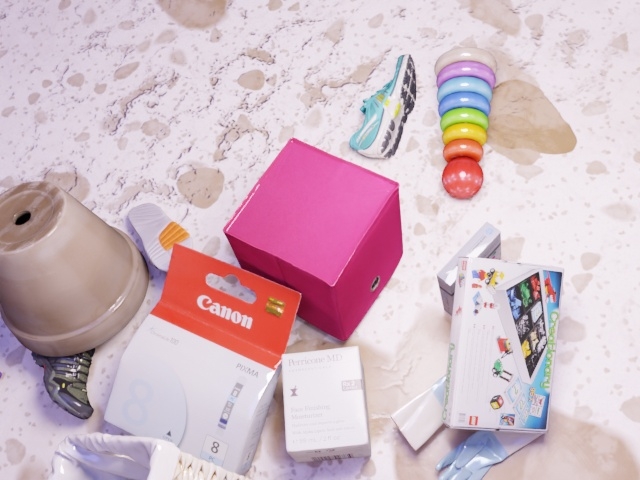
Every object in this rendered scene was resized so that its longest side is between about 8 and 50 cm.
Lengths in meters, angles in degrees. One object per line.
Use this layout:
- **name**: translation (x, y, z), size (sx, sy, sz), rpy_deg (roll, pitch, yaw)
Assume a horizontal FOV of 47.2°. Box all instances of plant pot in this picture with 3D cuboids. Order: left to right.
- **plant pot**: translation (-0.564, 0.037, 1.536), size (0.323, 0.280, 0.323), rpy_deg (-7, 51, 9)

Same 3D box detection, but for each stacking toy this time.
- **stacking toy**: translation (0.315, -0.252, 1.610), size (0.141, 0.141, 0.330), rpy_deg (1, 70, 12)

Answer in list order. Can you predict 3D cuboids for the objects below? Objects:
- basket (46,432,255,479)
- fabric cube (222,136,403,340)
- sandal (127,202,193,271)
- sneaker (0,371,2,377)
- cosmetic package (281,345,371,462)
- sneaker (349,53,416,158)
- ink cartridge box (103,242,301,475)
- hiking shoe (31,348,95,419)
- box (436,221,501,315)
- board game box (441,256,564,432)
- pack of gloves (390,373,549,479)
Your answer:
- **basket**: translation (-0.308, 0.522, 1.245), size (0.328, 0.266, 0.331), rpy_deg (-13, 56, 43)
- **fabric cube**: translation (0.000, 0.000, 1.472), size (0.259, 0.258, 0.254), rpy_deg (27, 66, 21)
- **sandal**: translation (-0.357, 0.002, 1.667), size (0.102, 0.076, 0.265), rpy_deg (-26, 42, -17)
- **sneaker**: translation (-0.763, 0.241, 1.627), size (0.161, 0.102, 0.282), rpy_deg (9, 79, 12)
- **cosmetic package**: translation (0.013, 0.315, 1.396), size (0.151, 0.151, 0.184), rpy_deg (-7, 65, 4)
- **sneaker**: translation (0.148, -0.318, 1.690), size (0.110, 0.107, 0.275), rpy_deg (14, 69, 27)
- **ink cartridge box**: translation (-0.234, 0.234, 1.434), size (0.308, 0.091, 0.385), rpy_deg (21, 100, 20)
- **hiking shoe**: translation (-0.530, 0.273, 1.565), size (0.114, 0.086, 0.227), rpy_deg (-39, 64, -3)
- **box**: translation (0.294, 0.063, 1.436), size (0.145, 0.186, 0.038), rpy_deg (-45, 64, -10)
- **board game box**: translation (0.332, 0.190, 1.333), size (0.193, 0.053, 0.305), rpy_deg (7, 89, -13)
- **pack of gloves**: translation (0.281, 0.347, 1.401), size (0.232, 0.046, 0.195), rpy_deg (-35, 79, -7)
